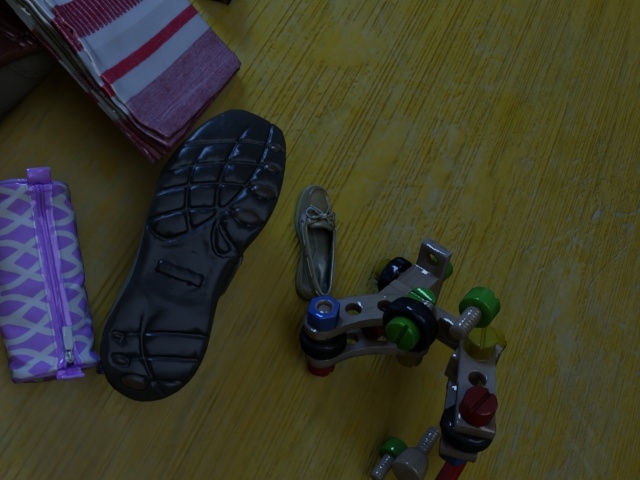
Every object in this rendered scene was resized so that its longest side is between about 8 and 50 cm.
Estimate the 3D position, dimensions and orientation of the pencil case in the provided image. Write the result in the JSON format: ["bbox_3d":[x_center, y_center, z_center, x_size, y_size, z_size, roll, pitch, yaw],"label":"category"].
[{"bbox_3d":[-0.273,0.040,0.578,0.086,0.088,0.206,-11,86,-33],"label":"pencil case"}]

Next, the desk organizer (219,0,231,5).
[{"bbox_3d":[-0.136,-0.378,0.756,0.050,0.047,0.130,2,80,-27],"label":"desk organizer"}]

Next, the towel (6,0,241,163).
[{"bbox_3d":[-0.223,-0.266,0.607,0.329,0.037,0.237,51,34,-25],"label":"towel"}]

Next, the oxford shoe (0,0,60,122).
[{"bbox_3d":[-0.336,-0.176,0.572,0.123,0.130,0.348,36,45,-6],"label":"oxford shoe"}]

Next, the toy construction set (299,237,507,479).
[{"bbox_3d":[0.146,0.147,0.743,0.237,0.257,0.309,-38,121,-42],"label":"toy construction set"}]

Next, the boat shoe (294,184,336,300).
[{"bbox_3d":[-0.002,0.000,0.761,0.056,0.048,0.153,12,75,-28],"label":"boat shoe"}]

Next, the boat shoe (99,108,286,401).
[{"bbox_3d":[-0.142,0.009,0.641,0.122,0.120,0.324,27,72,-10],"label":"boat shoe"}]
